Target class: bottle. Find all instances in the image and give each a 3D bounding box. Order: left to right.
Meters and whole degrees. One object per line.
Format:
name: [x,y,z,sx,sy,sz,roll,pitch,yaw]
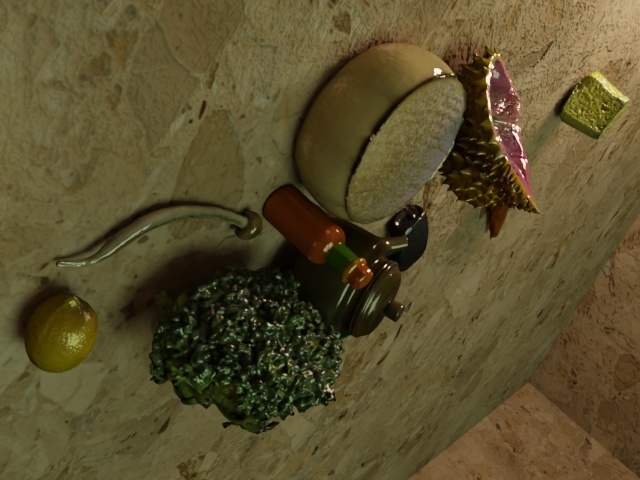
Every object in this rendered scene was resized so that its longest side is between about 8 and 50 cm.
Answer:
bottle: [0.000,0.000,1.046,0.069,0.187,0.069,-35,152,-21]

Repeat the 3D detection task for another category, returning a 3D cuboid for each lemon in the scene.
lemon: [-0.304,0.108,0.865,0.082,0.082,0.111,-10,142,-50]

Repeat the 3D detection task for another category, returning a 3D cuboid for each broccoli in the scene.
broccoli: [-0.117,0.156,1.057,0.288,0.245,0.248,49,45,-24]

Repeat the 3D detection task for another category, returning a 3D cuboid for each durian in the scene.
durian: [0.256,-0.191,1.171,0.153,0.261,0.187,-4,136,9]

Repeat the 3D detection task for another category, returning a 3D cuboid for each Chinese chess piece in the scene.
Chinese chess piece: [0.090,-0.151,1.063,0.270,0.112,0.270,-36,151,-23]

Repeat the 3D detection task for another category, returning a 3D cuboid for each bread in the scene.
bread: [0.604,-0.296,1.623,0.129,0.114,0.111,-55,159,20]

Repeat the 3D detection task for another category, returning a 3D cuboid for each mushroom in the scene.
mushroom: [-0.185,-0.014,0.930,0.306,0.043,0.068,-10,109,-48]

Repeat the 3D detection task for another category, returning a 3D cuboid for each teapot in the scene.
teapot: [0.049,0.088,1.198,0.268,0.175,0.186,-56,160,-15]

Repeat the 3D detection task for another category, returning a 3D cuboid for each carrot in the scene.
carrot: [0.420,-0.065,1.727,0.057,0.057,0.224,-40,155,-15]

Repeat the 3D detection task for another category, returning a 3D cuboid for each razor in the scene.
razor: [0.173,-0.003,1.439,0.090,0.054,0.148,-41,153,-21]

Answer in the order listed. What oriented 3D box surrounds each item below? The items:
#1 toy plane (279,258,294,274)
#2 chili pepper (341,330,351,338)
toy plane: [-0.096,0.100,1.175,0.188,0.062,0.135,-43,128,-16]
chili pepper: [0.061,0.159,1.485,0.108,0.062,0.216,-46,154,10]
